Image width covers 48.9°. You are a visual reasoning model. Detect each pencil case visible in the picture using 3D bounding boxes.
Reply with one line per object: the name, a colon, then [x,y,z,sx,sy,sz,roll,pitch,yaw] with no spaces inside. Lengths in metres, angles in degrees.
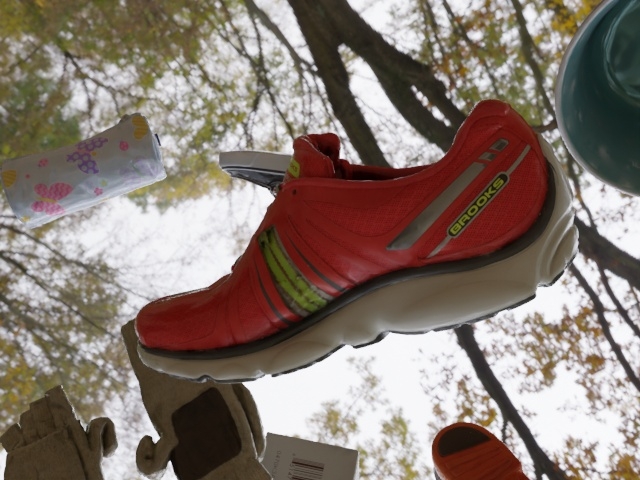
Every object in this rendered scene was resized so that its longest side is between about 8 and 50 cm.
pencil case: [-0.403,-0.120,1.207,0.273,0.124,0.113,-23,-151,-9]

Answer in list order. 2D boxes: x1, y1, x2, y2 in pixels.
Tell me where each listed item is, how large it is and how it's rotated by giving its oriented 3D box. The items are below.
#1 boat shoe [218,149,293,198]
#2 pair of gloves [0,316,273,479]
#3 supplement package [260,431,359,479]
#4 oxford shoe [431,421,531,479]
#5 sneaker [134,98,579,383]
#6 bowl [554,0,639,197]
boat shoe: [-0.028,-0.079,1.091,0.301,0.108,0.102,11,-81,19]
pair of gloves: [-0.167,0.189,0.623,0.240,0.042,0.204,-36,-114,1]
supplement package: [-0.015,0.300,0.792,0.105,0.179,0.105,8,-122,9]
oxford shoe: [0.282,0.411,0.942,0.130,0.133,0.364,-21,-137,-16]
sneaker: [0.000,0.000,0.407,0.279,0.118,0.107,-20,-175,25]
bowl: [0.451,-0.218,0.873,0.311,0.311,0.163,-19,-152,27]
